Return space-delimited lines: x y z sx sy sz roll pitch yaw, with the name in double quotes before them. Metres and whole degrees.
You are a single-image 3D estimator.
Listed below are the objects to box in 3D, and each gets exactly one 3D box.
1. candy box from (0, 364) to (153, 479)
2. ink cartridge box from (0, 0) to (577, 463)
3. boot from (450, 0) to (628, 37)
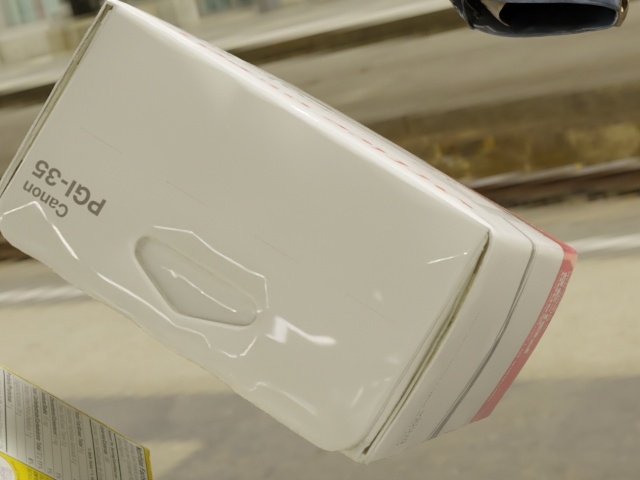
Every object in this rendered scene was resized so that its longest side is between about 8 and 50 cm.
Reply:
"candy box" -0.108 0.137 0.670 0.027 0.105 0.206 -42 31 17
"ink cartridge box" 0.000 0.000 0.801 0.207 0.117 0.283 32 6 14
"boot" 0.074 -0.170 0.917 0.219 0.106 0.082 -3 -19 9
